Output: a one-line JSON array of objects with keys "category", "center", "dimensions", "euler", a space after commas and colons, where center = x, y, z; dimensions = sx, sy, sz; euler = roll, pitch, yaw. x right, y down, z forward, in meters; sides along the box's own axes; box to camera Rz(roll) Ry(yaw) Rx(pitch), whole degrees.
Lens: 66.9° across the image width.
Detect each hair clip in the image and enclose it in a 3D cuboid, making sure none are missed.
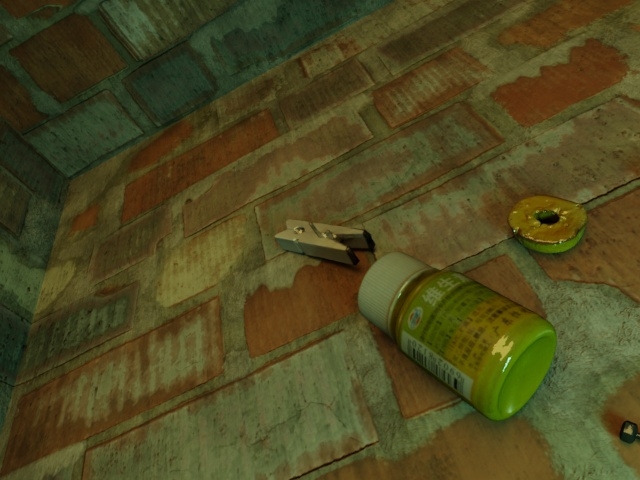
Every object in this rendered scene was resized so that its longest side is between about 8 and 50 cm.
[{"category": "hair clip", "center": [0.002, 0.003, 1.466], "dimensions": [0.331, 0.085, 0.101], "euler": [8, 54, 44]}]

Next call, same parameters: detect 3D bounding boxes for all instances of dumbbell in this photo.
[{"category": "dumbbell", "center": [0.569, 0.346, 0.841], "dimensions": [0.083, 0.036, 0.040], "euler": [16, 59, 40]}]

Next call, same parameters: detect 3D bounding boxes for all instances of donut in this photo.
[{"category": "donut", "center": [0.553, -0.038, 1.189], "dimensions": [0.162, 0.065, 0.178], "euler": [-40, 41, -14]}]

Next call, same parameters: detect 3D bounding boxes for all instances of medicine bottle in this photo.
[{"category": "medicine bottle", "center": [0.272, 0.180, 1.037], "dimensions": [0.224, 0.224, 0.384], "euler": [-45, 43, -13]}]
